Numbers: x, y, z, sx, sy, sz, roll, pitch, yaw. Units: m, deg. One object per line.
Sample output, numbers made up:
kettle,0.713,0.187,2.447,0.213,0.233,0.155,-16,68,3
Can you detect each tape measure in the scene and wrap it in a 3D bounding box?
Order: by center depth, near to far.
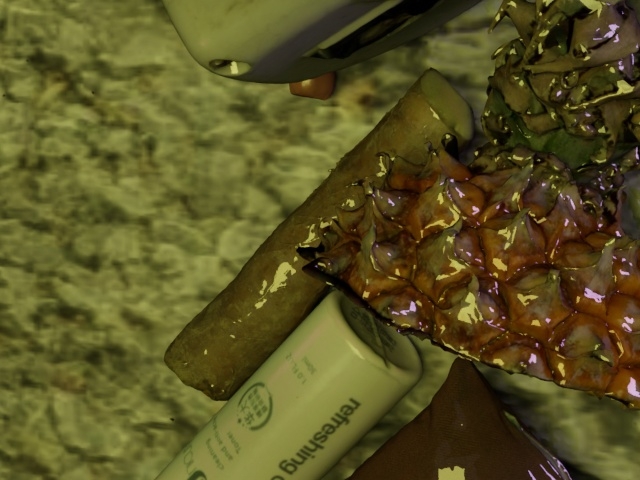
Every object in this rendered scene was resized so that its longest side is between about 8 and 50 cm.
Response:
tape measure,0.042,-0.193,0.955,0.265,0.258,0.130,-30,85,31

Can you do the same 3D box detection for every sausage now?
sausage,-0.006,-0.143,1.092,0.034,0.034,0.083,3,95,22

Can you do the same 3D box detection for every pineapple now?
pineapple,0.151,-0.064,0.926,0.262,0.262,0.271,24,98,18

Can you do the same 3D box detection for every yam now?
yam,0.000,0.000,1.088,0.066,0.066,0.299,46,110,12

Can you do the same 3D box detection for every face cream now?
face cream,-0.058,0.171,1.115,0.092,0.092,0.311,48,110,11

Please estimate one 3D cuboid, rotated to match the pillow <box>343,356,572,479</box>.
pillow,0.096,0.286,1.051,0.305,0.108,0.308,-44,82,21
